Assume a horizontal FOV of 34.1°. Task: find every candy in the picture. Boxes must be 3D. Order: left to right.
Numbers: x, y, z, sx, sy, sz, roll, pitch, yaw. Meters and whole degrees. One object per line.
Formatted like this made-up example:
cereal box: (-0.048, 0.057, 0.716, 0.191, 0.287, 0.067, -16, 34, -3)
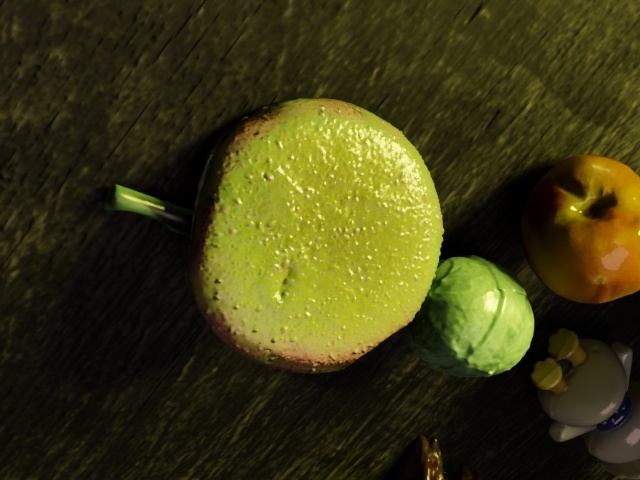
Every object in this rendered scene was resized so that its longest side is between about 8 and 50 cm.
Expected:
candy: (0.017, 0.026, 0.908, 0.440, 0.119, 0.119, 21, 114, -32)

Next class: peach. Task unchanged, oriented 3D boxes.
peach: (0.253, -0.008, 0.985, 0.138, 0.138, 0.138, -17, 133, -19)

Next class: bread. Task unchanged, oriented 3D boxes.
bread: (0.000, 0.000, 0.836, 0.229, 0.033, 0.228, -4, 101, -22)

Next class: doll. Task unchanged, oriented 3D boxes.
doll: (0.336, 0.194, 1.226, 0.293, 0.119, 0.138, 37, 86, -40)

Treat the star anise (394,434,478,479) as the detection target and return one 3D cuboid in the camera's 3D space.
star anise: (0.109, 0.360, 1.178, 0.288, 0.088, 0.288, 2, 88, -49)
